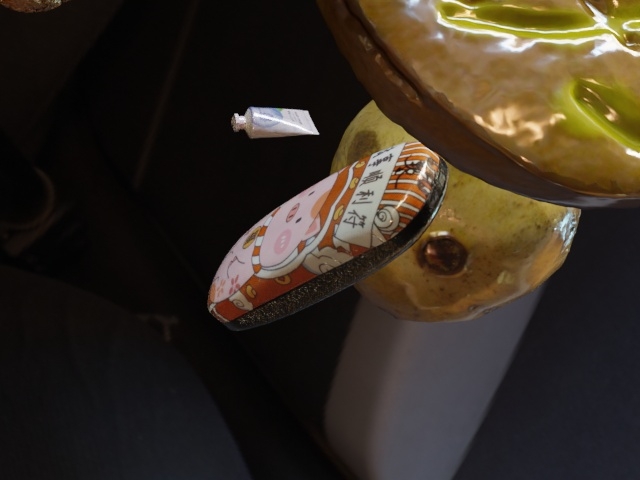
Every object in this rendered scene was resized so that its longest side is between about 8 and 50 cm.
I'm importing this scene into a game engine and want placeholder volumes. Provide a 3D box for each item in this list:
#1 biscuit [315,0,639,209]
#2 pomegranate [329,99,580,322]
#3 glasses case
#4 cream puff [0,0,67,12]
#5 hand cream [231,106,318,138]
[{"bbox_3d":[0.174,-0.199,0.697,0.394,0.350,0.070,-41,170,-24],"label":"biscuit"},{"bbox_3d":[0.137,-0.045,1.293,0.281,0.281,0.281,-19,121,-35],"label":"pomegranate"},{"bbox_3d":[0.000,0.000,0.984,0.067,0.267,0.103,39,46,-22],"label":"glasses case"},{"bbox_3d":[-0.346,-0.345,1.463,0.150,0.165,0.115,-42,106,-42],"label":"cream puff"},{"bbox_3d":[-0.080,-0.203,2.024,0.142,0.084,0.053,-4,126,-14],"label":"hand cream"}]
